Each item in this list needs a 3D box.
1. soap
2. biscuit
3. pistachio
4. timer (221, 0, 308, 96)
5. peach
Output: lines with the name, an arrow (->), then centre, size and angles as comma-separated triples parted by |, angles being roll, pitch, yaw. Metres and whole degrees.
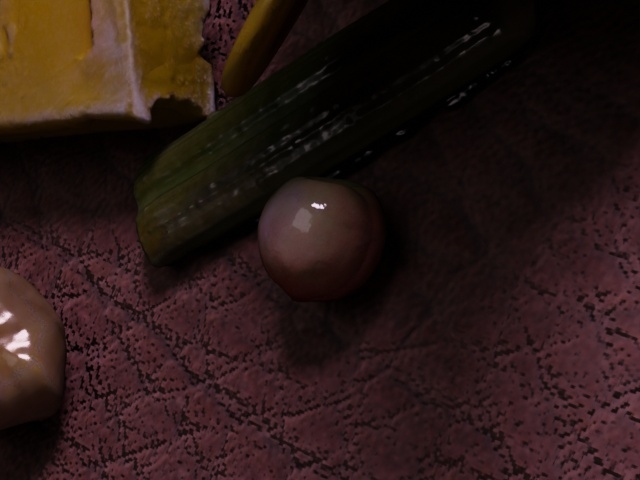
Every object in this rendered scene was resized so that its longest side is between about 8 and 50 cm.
soap -> -0.220, -0.169, 1.389 | 0.315, 0.091, 0.199 | 0, 94, 39
biscuit -> 0.001, -0.086, 1.242 | 0.322, 0.038, 0.099 | -31, 49, 26
pistachio -> -0.245, 0.077, 1.325 | 0.185, 0.124, 0.124 | 1, 69, 59
timer -> 0.059, -0.269, 1.067 | 0.376, 0.376, 0.387 | 11, 66, 44
peach -> 0.001, -0.001, 1.170 | 0.083, 0.083, 0.083 | -19, 57, 33
